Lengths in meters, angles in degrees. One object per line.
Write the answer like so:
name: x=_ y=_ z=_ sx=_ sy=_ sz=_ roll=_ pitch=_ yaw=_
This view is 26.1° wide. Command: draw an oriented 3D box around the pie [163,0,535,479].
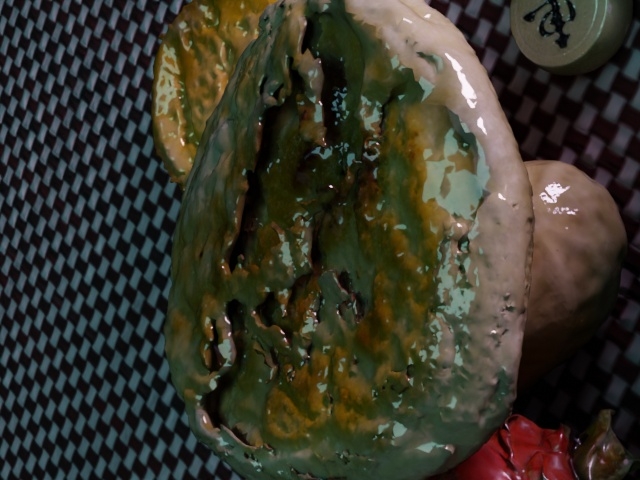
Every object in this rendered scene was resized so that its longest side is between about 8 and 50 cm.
pie: x=0.000 y=0.000 z=0.851 sx=0.339 sy=0.077 sz=0.339 roll=-12 pitch=74 yaw=50

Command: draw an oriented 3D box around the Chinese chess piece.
Chinese chess piece: x=0.163 y=-0.150 z=0.901 sx=0.084 sy=0.034 sz=0.084 roll=-2 pitch=87 yaw=45

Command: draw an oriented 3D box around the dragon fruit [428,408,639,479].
dragon fruit: x=0.109 y=0.195 z=0.846 sx=0.209 sy=0.172 sz=0.172 roll=-44 pitch=58 yaw=45

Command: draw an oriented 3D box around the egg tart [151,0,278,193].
egg tart: x=-0.034 y=-0.101 z=1.042 sx=0.288 sy=0.118 sz=0.288 roll=-2 pitch=86 yaw=40

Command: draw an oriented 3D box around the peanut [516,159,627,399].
peanut: x=0.099 y=0.044 z=0.887 sx=0.224 sy=0.129 sz=0.129 roll=-52 pitch=55 yaw=31
